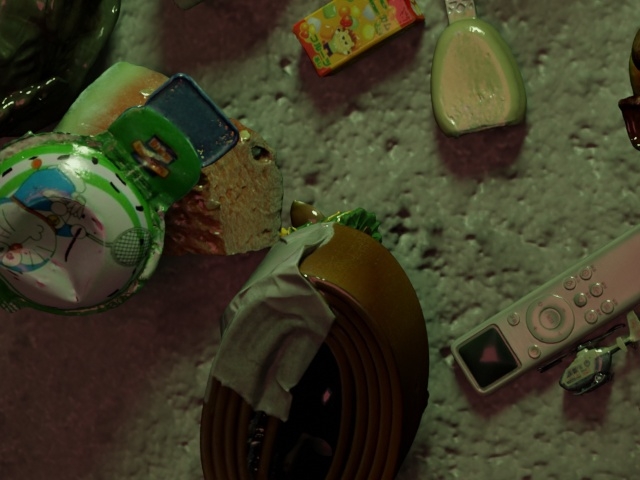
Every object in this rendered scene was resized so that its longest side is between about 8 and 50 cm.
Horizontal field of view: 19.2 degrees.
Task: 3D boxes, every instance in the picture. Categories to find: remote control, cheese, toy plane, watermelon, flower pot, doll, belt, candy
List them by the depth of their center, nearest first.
[{"bbox_3d":[0.275,0.118,1.882,0.120,0.031,0.049,-33,75,23],"label":"toy plane"},{"bbox_3d":[0.245,0.068,1.887,0.261,0.029,0.067,-34,83,21],"label":"remote control"},{"bbox_3d":[0.147,-0.201,1.891,0.097,0.037,0.192,-10,93,20],"label":"cheese"},{"bbox_3d":[-0.007,0.152,1.905,0.217,0.122,0.339,15,118,12],"label":"belt"},{"bbox_3d":[-0.226,-0.042,1.908,0.320,0.083,0.204,-38,106,18],"label":"cheese"},{"bbox_3d":[0.038,-0.221,1.930,0.122,0.038,0.062,-30,85,21],"label":"candy"},{"bbox_3d":[-0.002,0.003,1.949,0.113,0.076,0.078,1,105,21],"label":"doll"},{"bbox_3d":[-0.352,-0.242,1.964,0.302,0.213,0.302,-2,86,25],"label":"flower pot"},{"bbox_3d":[-0.160,-0.063,1.993,0.256,0.140,0.193,18,110,10],"label":"watermelon"}]

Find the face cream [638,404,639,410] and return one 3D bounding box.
[{"bbox_3d":[0.435,0.214,1.808,0.269,0.073,0.107,43,104,11],"label":"face cream"}]

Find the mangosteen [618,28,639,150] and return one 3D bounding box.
[{"bbox_3d":[0.396,-0.171,1.663,0.287,0.287,0.233,18,121,18],"label":"mangosteen"}]

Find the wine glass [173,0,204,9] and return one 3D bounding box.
[{"bbox_3d":[-0.065,-0.317,1.924,0.222,0.103,0.103,-27,86,21],"label":"wine glass"}]
